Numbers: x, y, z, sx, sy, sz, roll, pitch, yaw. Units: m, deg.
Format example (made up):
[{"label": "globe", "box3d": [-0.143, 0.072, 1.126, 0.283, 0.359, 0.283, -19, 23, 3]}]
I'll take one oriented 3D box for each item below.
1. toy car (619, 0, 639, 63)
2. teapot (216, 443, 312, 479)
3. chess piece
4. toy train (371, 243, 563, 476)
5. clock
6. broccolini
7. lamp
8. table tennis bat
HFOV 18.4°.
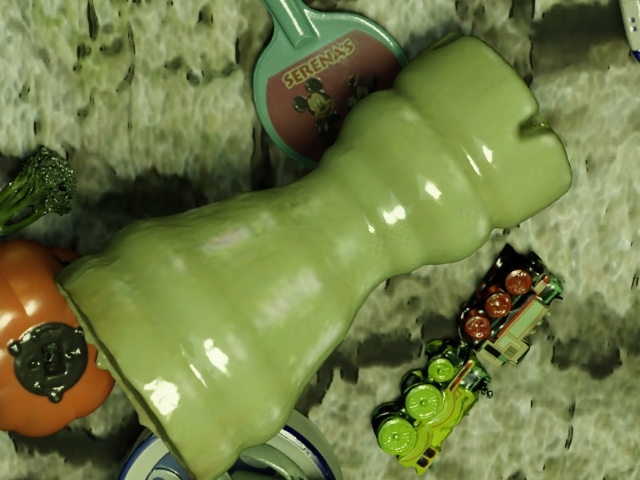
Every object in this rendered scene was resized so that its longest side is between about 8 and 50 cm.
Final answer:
[{"label": "toy car", "box3d": [0.327, -0.196, 1.803, 0.108, 0.089, 0.210, -14, 103, 8]}, {"label": "teapot", "box3d": [-0.068, 0.276, 1.856, 0.149, 0.162, 0.239, 17, 133, 11]}, {"label": "chess piece", "box3d": [0.000, 0.000, 1.763, 0.442, 0.234, 0.234, -36, 102, -10]}, {"label": "toy train", "box3d": [0.144, 0.115, 1.925, 0.085, 0.053, 0.250, 33, 105, -15]}, {"label": "clock", "box3d": [-0.090, 0.266, 1.969, 0.230, 0.083, 0.230, 0, 105, 1]}, {"label": "broccolini", "box3d": [-0.317, -0.003, 1.927, 0.216, 0.058, 0.067, -45, 58, 21]}, {"label": "lamp", "box3d": [-0.283, 0.090, 1.885, 0.187, 0.164, 0.188, -7, 108, -23]}, {"label": "table tennis bat", "box3d": [-0.007, -0.176, 1.860, 0.153, 0.040, 0.244, -27, 107, 11]}]
